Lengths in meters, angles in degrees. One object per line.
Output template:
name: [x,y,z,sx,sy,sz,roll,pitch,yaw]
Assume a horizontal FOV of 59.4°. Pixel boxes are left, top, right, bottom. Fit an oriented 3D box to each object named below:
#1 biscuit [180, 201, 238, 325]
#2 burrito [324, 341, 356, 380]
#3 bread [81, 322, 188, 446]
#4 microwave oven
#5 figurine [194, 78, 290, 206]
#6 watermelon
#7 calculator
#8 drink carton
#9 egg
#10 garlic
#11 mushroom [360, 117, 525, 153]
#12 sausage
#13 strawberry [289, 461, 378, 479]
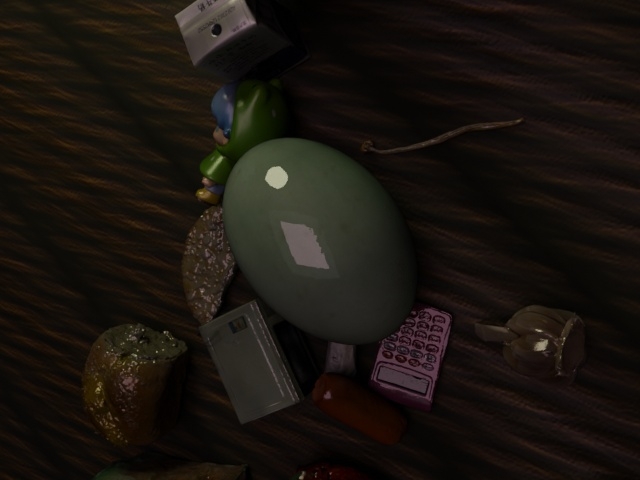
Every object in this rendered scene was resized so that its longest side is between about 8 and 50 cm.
biscuit: [-0.222,0.029,1.161,0.141,0.038,0.289,30,103,18]
burrito: [0.040,0.233,1.063,0.064,0.064,0.203,9,100,21]
bread: [-0.402,0.297,1.184,0.196,0.176,0.246,16,101,18]
microwave oven: [-0.110,0.220,1.085,0.163,0.129,0.205,-26,85,24]
figurine: [-0.150,-0.184,1.054,0.143,0.162,0.263,35,117,5]
watermelon: [-0.321,0.558,1.132,0.302,0.264,0.151,0,96,19]
calculator: [0.164,0.206,1.025,0.127,0.034,0.190,15,94,21]
drink carton: [-0.130,-0.357,0.989,0.134,0.222,0.101,-22,86,22]
egg: [0.000,0.000,0.940,0.276,0.276,0.389,-41,82,20]
garlic: [0.341,0.171,0.917,0.194,0.127,0.131,-6,73,48]
mushroom: [0.206,-0.180,0.981,0.286,0.028,0.025,-4,51,21]
sausage: [0.075,0.307,1.018,0.198,0.076,0.076,34,108,-14]
strawberry: [0.027,0.551,0.998,0.288,0.238,0.250,31,108,21]
